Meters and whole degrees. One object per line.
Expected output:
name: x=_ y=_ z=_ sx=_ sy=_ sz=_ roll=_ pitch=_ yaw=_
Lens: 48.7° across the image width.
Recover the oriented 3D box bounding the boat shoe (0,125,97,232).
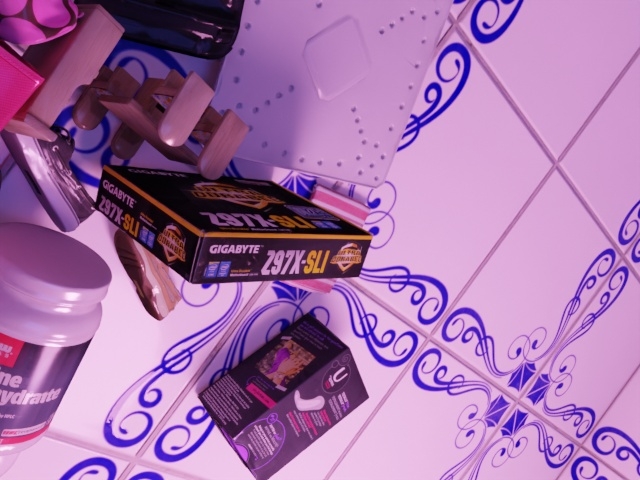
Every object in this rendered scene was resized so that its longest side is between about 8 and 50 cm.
boat shoe: x=-0.367 y=-0.115 z=0.961 sx=0.076 sy=0.080 sz=0.228 roll=-38 pitch=130 yaw=-27

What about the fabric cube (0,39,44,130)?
fabric cube: x=-0.493 y=-0.172 z=0.721 sx=0.258 sy=0.254 sz=0.259 roll=-51 pitch=132 yaw=-1

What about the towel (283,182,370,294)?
towel: x=0.000 y=0.000 z=1.322 sx=0.144 sy=0.029 sz=0.197 roll=22 pitch=97 yaw=-41

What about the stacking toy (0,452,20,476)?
stacking toy: x=-0.597 y=0.420 z=0.964 sx=0.480 sy=0.351 sz=0.350 roll=-46 pitch=133 yaw=-28

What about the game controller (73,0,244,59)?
game controller: x=-0.245 y=-0.348 z=0.923 sx=0.319 sy=0.067 sz=0.166 roll=7 pitch=96 yaw=-31

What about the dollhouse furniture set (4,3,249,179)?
dollhouse furniture set: x=-0.259 y=-0.150 z=0.893 sx=0.242 sy=0.212 sz=0.161 roll=43 pitch=69 yaw=-46

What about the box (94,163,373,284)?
box: x=-0.121 y=-0.026 z=1.034 sx=0.322 sy=0.257 sz=0.079 roll=1 pitch=113 yaw=-45

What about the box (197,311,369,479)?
box: x=-0.067 y=0.297 z=1.347 sx=0.270 sy=0.143 sz=0.165 roll=-35 pitch=131 yaw=-18

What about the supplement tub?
supplement tub: x=-0.417 y=0.133 z=0.960 sx=0.191 sy=0.191 sz=0.272 roll=17 pitch=108 yaw=-40

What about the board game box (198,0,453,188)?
board game box: x=0.016 y=-0.301 z=1.157 sx=0.390 sy=0.050 sz=0.390 roll=9 pitch=107 yaw=-39

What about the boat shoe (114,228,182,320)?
boat shoe: x=-0.269 y=0.040 z=1.128 sx=0.072 sy=0.068 sz=0.190 roll=-39 pitch=141 yaw=-29

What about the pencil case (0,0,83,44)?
pencil case: x=-0.315 y=-0.313 z=0.720 sx=0.098 sy=0.095 sz=0.209 roll=-29 pitch=131 yaw=-29
